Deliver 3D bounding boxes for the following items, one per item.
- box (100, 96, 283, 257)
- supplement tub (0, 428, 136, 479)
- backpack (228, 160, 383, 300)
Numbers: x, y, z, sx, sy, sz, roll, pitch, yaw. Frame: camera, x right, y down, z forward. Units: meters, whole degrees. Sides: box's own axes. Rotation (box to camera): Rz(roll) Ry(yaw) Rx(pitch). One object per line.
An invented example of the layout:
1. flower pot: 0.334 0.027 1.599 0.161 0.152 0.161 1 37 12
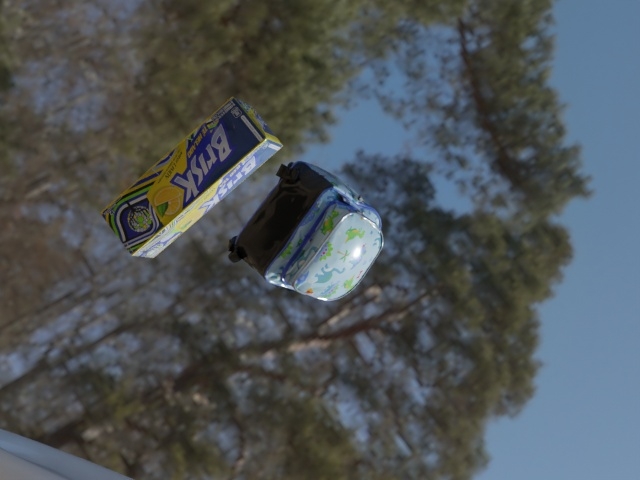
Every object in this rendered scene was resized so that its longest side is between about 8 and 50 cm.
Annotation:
1. box: -0.119 -0.057 1.404 0.169 0.059 0.054 -41 -102 9
2. supplement tub: -0.181 0.288 0.834 0.241 0.331 0.241 22 -7 3
3. backpack: 0.000 0.000 1.266 0.084 0.114 0.105 41 -79 31
